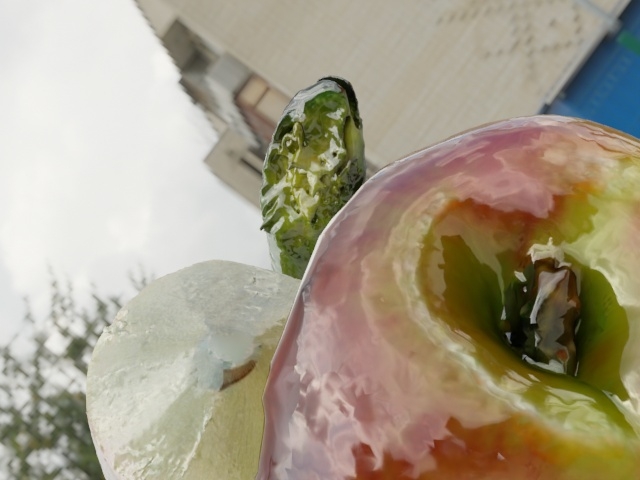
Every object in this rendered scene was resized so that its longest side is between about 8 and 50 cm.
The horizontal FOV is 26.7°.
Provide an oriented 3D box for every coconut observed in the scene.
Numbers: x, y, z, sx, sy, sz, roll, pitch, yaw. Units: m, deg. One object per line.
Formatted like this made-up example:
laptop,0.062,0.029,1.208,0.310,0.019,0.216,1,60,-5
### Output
coconut,-0.051,0.092,0.719,0.147,0.147,0.152,-49,-19,-27

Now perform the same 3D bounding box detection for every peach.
peach,0.093,0.097,0.582,0.248,0.245,0.274,-43,-21,-18

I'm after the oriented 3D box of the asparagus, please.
asparagus,0.000,0.000,1.379,0.128,0.108,0.382,-31,-35,-18
